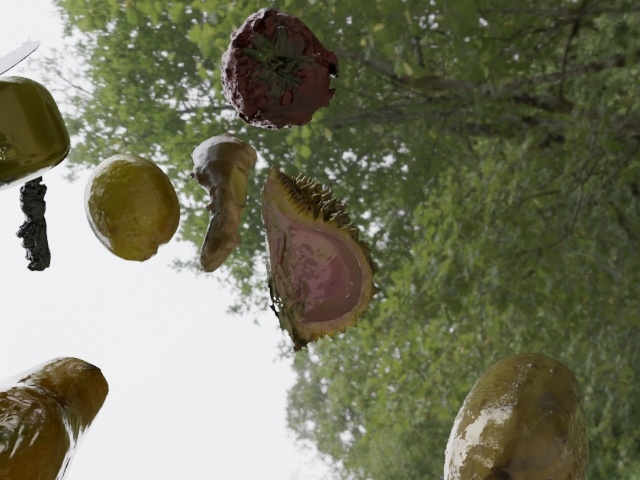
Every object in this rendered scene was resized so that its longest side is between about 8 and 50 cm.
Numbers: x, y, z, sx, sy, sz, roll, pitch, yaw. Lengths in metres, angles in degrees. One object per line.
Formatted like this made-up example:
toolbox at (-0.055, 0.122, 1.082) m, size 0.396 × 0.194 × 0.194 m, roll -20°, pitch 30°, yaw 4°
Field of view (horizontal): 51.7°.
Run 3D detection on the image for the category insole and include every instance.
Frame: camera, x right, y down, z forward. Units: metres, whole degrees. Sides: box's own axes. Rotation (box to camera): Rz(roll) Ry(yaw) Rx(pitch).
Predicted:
insole at (-0.425, -0.195, 0.812) m, size 0.188 × 0.064 × 0.004 m, roll -37°, pitch -51°, yaw -12°

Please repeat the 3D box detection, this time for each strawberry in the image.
strawberry at (-0.101, -0.377, 1.488) m, size 0.274 × 0.220 × 0.273 m, roll 0°, pitch -90°, yaw -23°

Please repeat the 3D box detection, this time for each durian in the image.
durian at (0.006, 0.009, 1.133) m, size 0.196 × 0.186 × 0.304 m, roll -33°, pitch -74°, yaw -74°

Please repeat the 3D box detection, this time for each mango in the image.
mango at (-0.314, 0.216, 0.624) m, size 0.187 × 0.359 × 0.144 m, roll -38°, pitch -84°, yaw 2°

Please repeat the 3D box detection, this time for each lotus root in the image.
lotus root at (0.251, 0.234, 0.820) m, size 0.343 × 0.152 × 0.169 m, roll -30°, pitch -71°, yaw -61°

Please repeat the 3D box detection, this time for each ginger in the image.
ginger at (-0.191, -0.080, 1.231) m, size 0.086 × 0.131 × 0.294 m, roll 71°, pitch -159°, yaw -63°

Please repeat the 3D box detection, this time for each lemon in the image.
lemon at (-0.349, -0.062, 1.231) m, size 0.170 × 0.207 × 0.170 m, roll -28°, pitch -13°, yaw -7°

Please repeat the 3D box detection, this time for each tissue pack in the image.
tissue pack at (-0.387, -0.112, 0.743) m, size 0.178 × 0.127 × 0.123 m, roll -18°, pitch -81°, yaw 3°

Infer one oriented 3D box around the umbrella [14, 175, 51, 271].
umbrella at (-0.618, -0.044, 1.416) m, size 0.072 × 0.080 × 0.224 m, roll -5°, pitch -66°, yaw -30°
